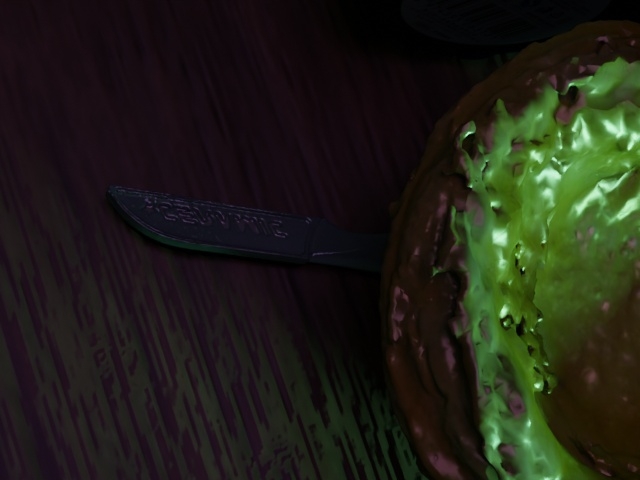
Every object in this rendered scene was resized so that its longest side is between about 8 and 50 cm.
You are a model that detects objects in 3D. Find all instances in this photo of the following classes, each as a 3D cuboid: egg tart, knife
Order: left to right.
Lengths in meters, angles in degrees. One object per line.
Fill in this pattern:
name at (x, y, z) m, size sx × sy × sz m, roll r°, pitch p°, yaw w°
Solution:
knife at (0.000, 0.001, 0.660) m, size 0.210 × 0.015 × 0.028 m, roll 7°, pitch 75°, yaw -16°
egg tart at (0.150, 0.036, 0.633) m, size 0.288 × 0.118 × 0.288 m, roll 5°, pitch 76°, yaw -20°

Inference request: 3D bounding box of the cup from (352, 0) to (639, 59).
cup at (0.054, -0.227, 0.697) m, size 0.178 × 0.255 × 0.256 m, roll 18°, pitch 66°, yaw -52°
